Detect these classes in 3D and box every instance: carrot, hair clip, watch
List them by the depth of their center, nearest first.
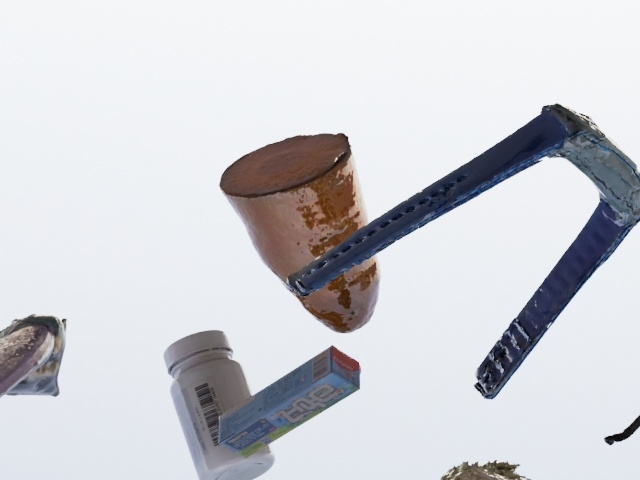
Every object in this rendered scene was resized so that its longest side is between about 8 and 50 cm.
[{"bbox_3d":[0.145,-0.011,1.673,0.276,0.274,0.068,30,-164,-39],"label":"watch"},{"bbox_3d":[-0.336,0.145,1.770,0.110,0.096,0.358,24,-162,16],"label":"hair clip"},{"bbox_3d":[0.000,0.000,2.128,0.159,0.225,0.159,-22,-159,9],"label":"carrot"}]

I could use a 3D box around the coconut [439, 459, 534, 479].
[{"bbox_3d":[0.198,0.358,1.939,0.233,0.233,0.245,-12,-157,-33],"label":"coconut"}]

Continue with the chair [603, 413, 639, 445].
[{"bbox_3d":[0.390,0.167,1.798,0.149,0.213,0.174,7,-144,-17],"label":"chair"}]

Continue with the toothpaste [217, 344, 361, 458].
[{"bbox_3d":[-0.032,0.198,2.192,0.070,0.193,0.044,34,-143,-32],"label":"toothpaste"}]

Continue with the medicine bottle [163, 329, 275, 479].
[{"bbox_3d":[-0.133,0.216,2.370,0.102,0.103,0.187,-9,-115,-28],"label":"medicine bottle"}]
